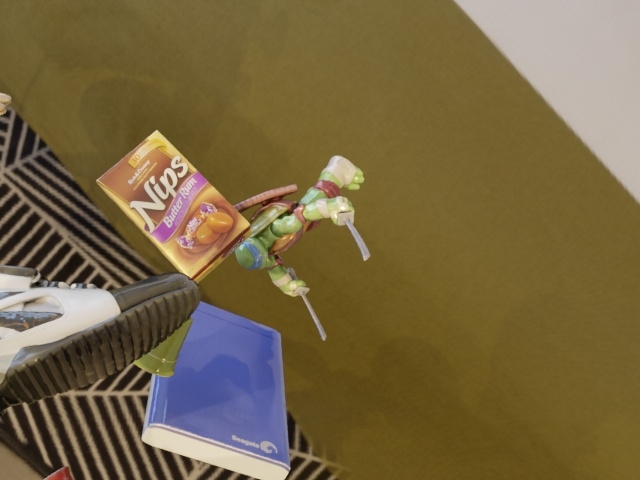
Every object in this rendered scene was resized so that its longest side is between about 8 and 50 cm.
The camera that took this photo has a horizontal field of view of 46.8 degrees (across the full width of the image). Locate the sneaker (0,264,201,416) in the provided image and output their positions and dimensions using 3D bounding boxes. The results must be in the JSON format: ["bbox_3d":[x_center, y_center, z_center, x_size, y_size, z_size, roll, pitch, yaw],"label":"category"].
[{"bbox_3d":[-0.270,0.067,0.633,0.330,0.122,0.146,-20,66,-24],"label":"sneaker"}]

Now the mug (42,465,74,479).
[{"bbox_3d":[-0.266,0.342,0.790,0.113,0.150,0.169,-37,84,-6],"label":"mug"}]

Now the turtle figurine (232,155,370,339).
[{"bbox_3d":[0.000,0.000,1.211,0.275,0.197,0.266,13,41,22],"label":"turtle figurine"}]

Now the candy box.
[{"bbox_3d":[-0.194,-0.044,0.989,0.109,0.053,0.187,-43,80,-12],"label":"candy box"}]

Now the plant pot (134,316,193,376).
[{"bbox_3d":[-0.209,0.124,0.979,0.083,0.083,0.079,33,95,-10],"label":"plant pot"}]

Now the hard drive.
[{"bbox_3d":[-0.154,0.214,1.146,0.210,0.040,0.318,23,24,-18],"label":"hard drive"}]

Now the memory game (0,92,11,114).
[{"bbox_3d":[-0.483,-0.173,0.920,0.186,0.186,0.012,-6,119,-22],"label":"memory game"}]
